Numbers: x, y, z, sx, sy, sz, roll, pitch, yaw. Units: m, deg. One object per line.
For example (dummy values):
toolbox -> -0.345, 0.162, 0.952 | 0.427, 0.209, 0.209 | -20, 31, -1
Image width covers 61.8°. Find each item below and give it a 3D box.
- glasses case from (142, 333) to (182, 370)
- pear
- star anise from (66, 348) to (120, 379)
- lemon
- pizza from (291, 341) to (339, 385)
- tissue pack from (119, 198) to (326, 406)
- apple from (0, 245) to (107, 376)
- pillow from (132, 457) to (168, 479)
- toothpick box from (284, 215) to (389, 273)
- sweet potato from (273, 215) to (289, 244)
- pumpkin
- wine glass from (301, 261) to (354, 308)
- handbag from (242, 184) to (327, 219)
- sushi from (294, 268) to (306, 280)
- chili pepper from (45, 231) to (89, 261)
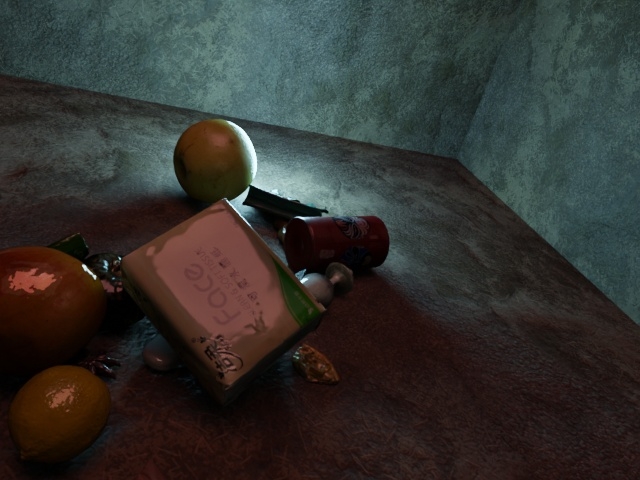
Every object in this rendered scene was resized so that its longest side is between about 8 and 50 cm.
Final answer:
glasses case -> -0.360, 0.262, 1.396 | 0.092, 0.059, 0.233 | 25, 29, 19
pear -> -0.421, -0.315, 2.137 | 0.349, 0.348, 0.348 | 13, 28, -7
star anise -> -0.540, 0.295, 1.258 | 0.141, 0.042, 0.141 | 13, 29, -8
lemon -> -0.511, 0.341, 1.047 | 0.179, 0.178, 0.203 | 20, 40, 7
pizza -> -0.018, 0.340, 1.467 | 0.099, 0.035, 0.160 | -11, 38, -41
tissue pack -> -0.239, 0.142, 1.327 | 0.332, 0.205, 0.405 | -36, 75, -30
apple -> -0.644, 0.144, 1.195 | 0.299, 0.299, 0.275 | 31, 55, 26
pillow -> -0.295, 0.518, 0.891 | 0.223, 0.084, 0.236 | 44, 30, 6
toothpick box -> 0.059, 0.011, 1.940 | 0.334, 0.204, 0.204 | -3, 33, -32
sweet potato -> -0.140, -0.039, 2.077 | 0.065, 0.051, 0.218 | -27, 34, 2
pumpkin -> -0.558, 0.127, 1.432 | 0.238, 0.159, 0.238 | 13, 23, -6
wine glass -> 0.000, 0.156, 1.725 | 0.126, 0.126, 0.241 | 31, 29, 26
handbag -> -0.137, -0.144, 2.185 | 0.327, 0.089, 0.238 | 17, 7, 5
sushi -> -0.142, 0.185, 1.596 | 0.215, 0.050, 0.192 | -23, 18, 23
chili pepper -> -0.728, 0.069, 1.401 | 0.253, 0.099, 0.083 | -36, 70, -13
